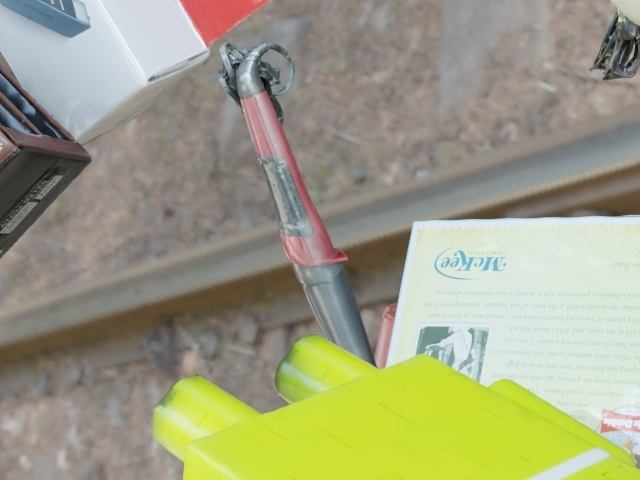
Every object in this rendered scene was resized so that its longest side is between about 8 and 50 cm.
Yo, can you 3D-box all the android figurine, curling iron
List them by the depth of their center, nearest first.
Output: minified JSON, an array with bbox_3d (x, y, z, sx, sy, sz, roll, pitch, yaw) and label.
[{"bbox_3d":[0.052,0.128,0.781,0.273,0.248,0.056,28,121,37],"label":"android figurine"},{"bbox_3d":[0.000,0.000,1.032,0.035,0.068,0.274,-14,106,24],"label":"curling iron"}]

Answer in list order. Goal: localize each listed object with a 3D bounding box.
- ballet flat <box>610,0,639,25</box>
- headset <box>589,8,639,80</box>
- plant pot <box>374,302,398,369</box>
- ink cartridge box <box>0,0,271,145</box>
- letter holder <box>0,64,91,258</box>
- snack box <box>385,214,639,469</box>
[{"bbox_3d":[0.112,-0.110,0.513,0.077,0.091,0.241,-36,39,18],"label":"ballet flat"},{"bbox_3d":[0.101,-0.266,1.371,0.394,0.243,0.185,20,109,26],"label":"headset"},{"bbox_3d":[0.151,0.207,1.713,0.272,0.272,0.265,16,103,52],"label":"plant pot"},{"bbox_3d":[-0.163,-0.232,1.036,0.261,0.066,0.296,-29,93,54],"label":"ink cartridge box"},{"bbox_3d":[-0.336,-0.020,1.035,0.214,0.152,0.302,45,96,6],"label":"letter holder"},{"bbox_3d":[0.172,0.082,0.908,0.322,0.060,0.187,0,72,42],"label":"snack box"}]
